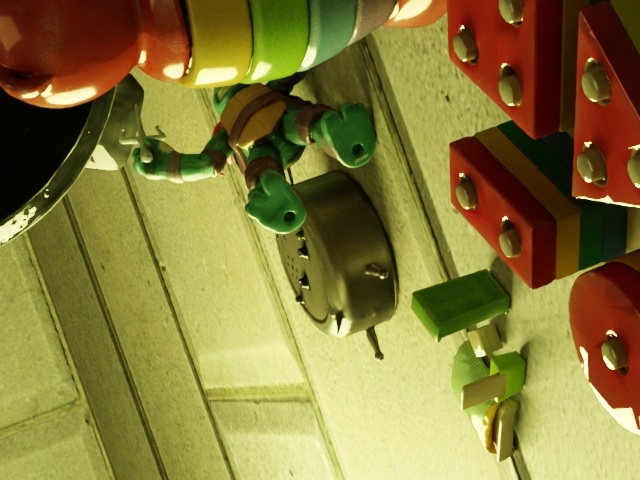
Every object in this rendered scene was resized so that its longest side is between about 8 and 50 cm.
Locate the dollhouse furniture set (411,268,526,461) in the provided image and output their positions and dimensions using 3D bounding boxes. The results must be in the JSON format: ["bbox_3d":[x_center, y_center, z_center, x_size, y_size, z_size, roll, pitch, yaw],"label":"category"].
[{"bbox_3d":[0.098,0.093,1.245,0.152,0.058,0.076,89,155,-45],"label":"dollhouse furniture set"}]

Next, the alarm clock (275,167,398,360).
[{"bbox_3d":[0.000,0.000,1.442,0.129,0.064,0.192,90,157,-47],"label":"alarm clock"}]

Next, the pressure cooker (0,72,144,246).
[{"bbox_3d":[-0.353,-0.152,1.493,0.370,0.375,0.420,58,171,-8],"label":"pressure cooker"}]

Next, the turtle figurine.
[{"bbox_3d":[-0.053,-0.099,1.408,0.175,0.118,0.234,-59,37,9],"label":"turtle figurine"}]

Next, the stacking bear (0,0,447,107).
[{"bbox_3d":[-0.076,-0.167,1.102,0.175,0.289,0.164,57,158,35],"label":"stacking bear"}]

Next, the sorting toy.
[{"bbox_3d":[0.152,-0.039,0.893,0.255,0.089,0.257,52,154,45],"label":"sorting toy"}]
